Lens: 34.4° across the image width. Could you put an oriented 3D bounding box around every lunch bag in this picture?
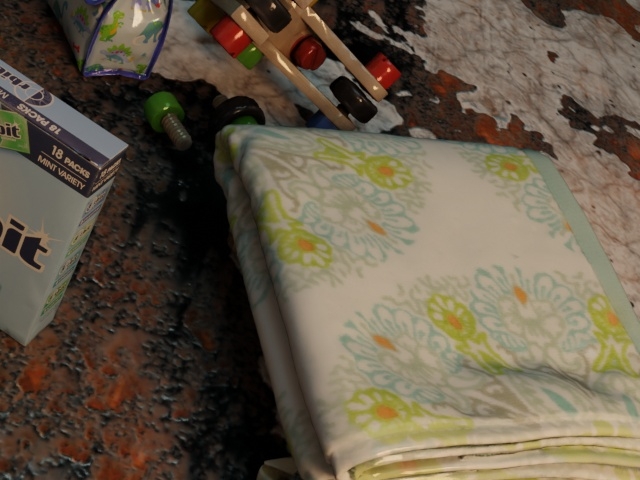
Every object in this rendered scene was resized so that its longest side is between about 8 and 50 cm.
[{"bbox_3d":[-0.203,-0.255,1.018,0.096,0.151,0.129,-3,51,-38],"label":"lunch bag"}]

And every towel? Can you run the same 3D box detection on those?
[{"bbox_3d":[0.101,0.042,0.837,0.320,0.090,0.374,5,42,-25],"label":"towel"}]

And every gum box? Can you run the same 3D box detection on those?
[{"bbox_3d":[-0.236,-0.035,0.724,0.157,0.184,0.041,34,37,3],"label":"gum box"}]

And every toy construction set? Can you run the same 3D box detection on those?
[{"bbox_3d":[-0.039,-0.268,1.049,0.257,0.309,0.237,3,41,-44],"label":"toy construction set"}]

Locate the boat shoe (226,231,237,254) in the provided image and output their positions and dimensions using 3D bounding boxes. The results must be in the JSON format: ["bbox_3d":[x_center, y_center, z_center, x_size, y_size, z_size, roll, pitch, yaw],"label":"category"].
[{"bbox_3d":[0.000,0.000,0.957,0.178,0.064,0.060,-14,62,-36],"label":"boat shoe"}]

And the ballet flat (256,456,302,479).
[{"bbox_3d":[-0.032,0.187,0.726,0.070,0.070,0.188,43,35,13],"label":"ballet flat"}]
